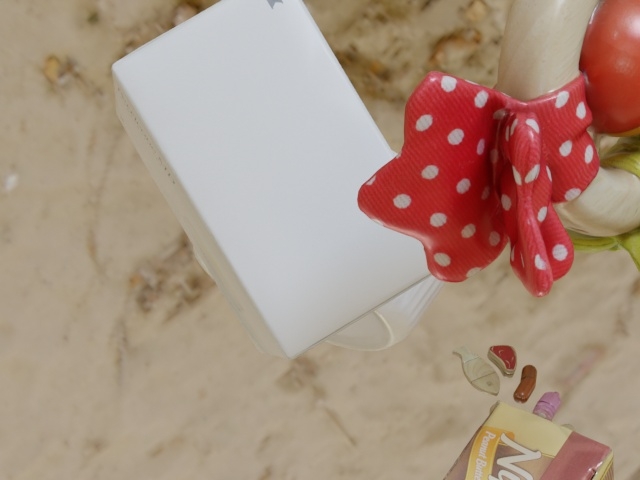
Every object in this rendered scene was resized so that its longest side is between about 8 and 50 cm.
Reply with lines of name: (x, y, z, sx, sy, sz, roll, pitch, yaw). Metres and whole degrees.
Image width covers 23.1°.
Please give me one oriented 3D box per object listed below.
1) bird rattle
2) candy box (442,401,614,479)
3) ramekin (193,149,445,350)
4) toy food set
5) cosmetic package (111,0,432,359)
bird rattle: (0.136, -0.065, 0.811, 0.253, 0.143, 0.207, 15, 84, -38)
candy box: (0.118, 0.278, 1.028, 0.183, 0.087, 0.316, -50, 145, -32)
ramekin: (0.000, 0.000, 1.501, 0.127, 0.273, 0.273, -64, 145, -20)
toy food set: (0.177, 0.139, 1.419, 0.078, 0.122, 0.019, -11, 137, -20)
cosmetic package: (-0.036, -0.044, 1.110, 0.138, 0.224, 0.224, -31, -179, -8)
